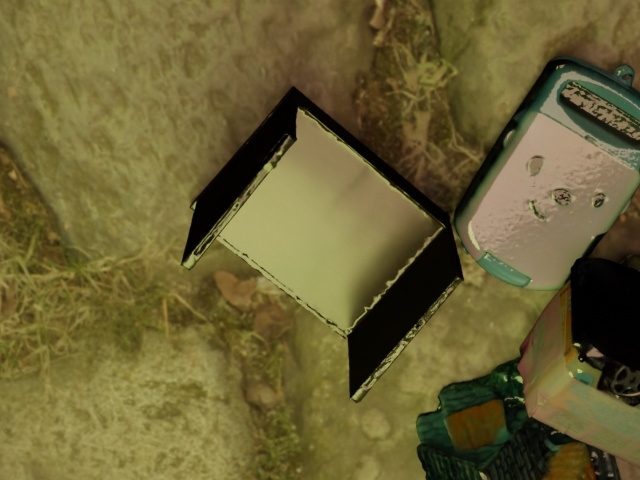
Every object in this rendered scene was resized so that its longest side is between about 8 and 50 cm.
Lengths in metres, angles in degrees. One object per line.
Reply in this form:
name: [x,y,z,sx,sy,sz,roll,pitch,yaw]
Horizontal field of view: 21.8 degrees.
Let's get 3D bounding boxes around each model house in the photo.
model house: [0.243,0.303,1.944,0.226,0.241,0.261,-18,104,8]

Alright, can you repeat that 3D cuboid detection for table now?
table: [0.000,0.000,1.835,0.251,0.282,0.196,40,102,-10]

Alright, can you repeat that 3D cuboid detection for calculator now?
calculator: [0.281,-0.077,1.932,0.173,0.051,0.293,30,104,-6]

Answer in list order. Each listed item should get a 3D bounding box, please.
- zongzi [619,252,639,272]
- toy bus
zongzi: [0.398,0.078,1.976,0.109,0.055,0.119,12,117,0]
toy bus: [0.419,0.183,1.930,0.386,0.171,0.162,26,134,-14]
